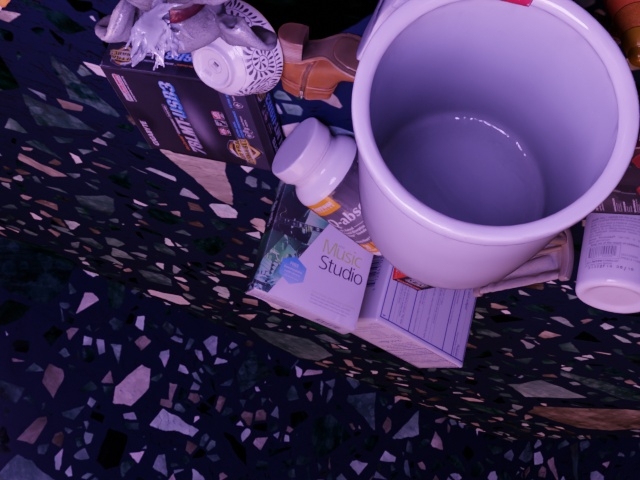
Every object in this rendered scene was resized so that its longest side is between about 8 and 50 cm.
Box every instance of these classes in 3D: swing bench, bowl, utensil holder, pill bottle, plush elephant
[{"bbox_3d":[0.327,-0.012,1.630,0.254,0.165,0.253,23,157,-29],"label":"swing bench"},{"bbox_3d":[-0.151,-0.293,1.305,0.170,0.080,0.170,21,136,22],"label":"bowl"},{"bbox_3d":[0.207,-0.115,1.116,0.327,0.328,0.385,14,168,6],"label":"utensil holder"},{"bbox_3d":[0.524,-0.002,1.420,0.131,0.229,0.131,14,157,6],"label":"pill bottle"},{"bbox_3d":[-0.178,-0.354,1.062,0.271,0.330,0.255,10,176,-4],"label":"plush elephant"},{"bbox_3d":[0.053,-0.104,1.578,0.278,0.162,0.162,35,152,-24],"label":"pill bottle"}]

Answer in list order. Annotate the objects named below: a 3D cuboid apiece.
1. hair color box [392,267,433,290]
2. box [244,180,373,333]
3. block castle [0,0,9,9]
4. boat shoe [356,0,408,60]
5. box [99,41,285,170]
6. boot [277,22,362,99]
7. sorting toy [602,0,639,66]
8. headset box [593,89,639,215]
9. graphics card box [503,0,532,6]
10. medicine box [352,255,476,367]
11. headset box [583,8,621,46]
[{"bbox_3d":[0.212,0.059,1.586,0.072,0.043,0.141,24,157,-28],"label":"hair color box"},{"bbox_3d":[0.000,0.000,1.662,0.232,0.322,0.058,24,154,-21],"label":"box"},{"bbox_3d":[-0.247,-0.430,0.661,0.303,0.453,0.213,-2,159,39],"label":"block castle"},{"bbox_3d":[0.136,-0.314,1.116,0.102,0.108,0.301,19,160,-8],"label":"boat shoe"},{"bbox_3d":[-0.230,-0.251,1.560,0.293,0.073,0.295,10,156,12],"label":"box"},{"bbox_3d":[0.018,-0.273,1.342,0.197,0.073,0.152,25,158,10],"label":"boot"},{"bbox_3d":[0.520,-0.247,0.989,0.365,0.126,0.127,11,157,13],"label":"sorting toy"},{"bbox_3d":[0.506,-0.133,1.282,0.293,0.110,0.218,5,156,26],"label":"headset box"},{"bbox_3d":[0.080,-0.379,0.826,0.371,0.094,0.233,14,156,-1],"label":"graphics card box"},{"bbox_3d":[0.210,0.122,1.880,0.289,0.263,0.149,31,154,-31],"label":"medicine box"},{"bbox_3d":[0.373,-0.281,1.129,0.083,0.032,0.062,19,157,-4],"label":"headset box"}]
